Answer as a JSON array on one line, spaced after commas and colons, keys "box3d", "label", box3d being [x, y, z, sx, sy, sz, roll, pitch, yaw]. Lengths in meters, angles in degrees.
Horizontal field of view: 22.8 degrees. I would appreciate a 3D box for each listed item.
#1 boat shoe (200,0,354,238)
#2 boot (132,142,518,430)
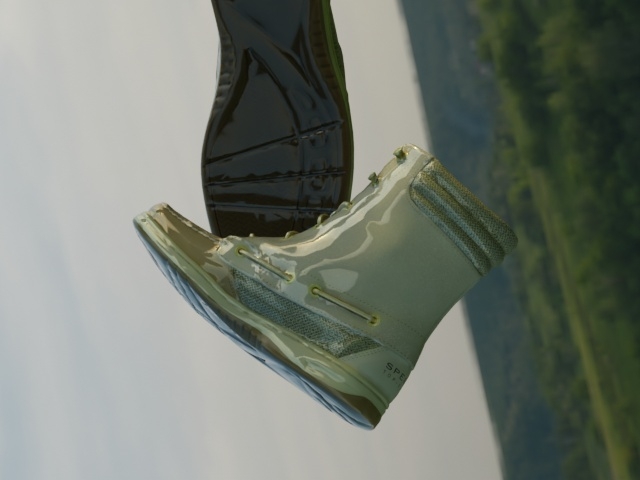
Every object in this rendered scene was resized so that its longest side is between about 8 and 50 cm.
[{"box3d": [-0.028, -0.106, 1.140, 0.098, 0.109, 0.302, -6, -89, -80], "label": "boat shoe"}, {"box3d": [0.000, 0.000, 1.009, 0.213, 0.165, 0.077, 35, 167, 25], "label": "boot"}]
